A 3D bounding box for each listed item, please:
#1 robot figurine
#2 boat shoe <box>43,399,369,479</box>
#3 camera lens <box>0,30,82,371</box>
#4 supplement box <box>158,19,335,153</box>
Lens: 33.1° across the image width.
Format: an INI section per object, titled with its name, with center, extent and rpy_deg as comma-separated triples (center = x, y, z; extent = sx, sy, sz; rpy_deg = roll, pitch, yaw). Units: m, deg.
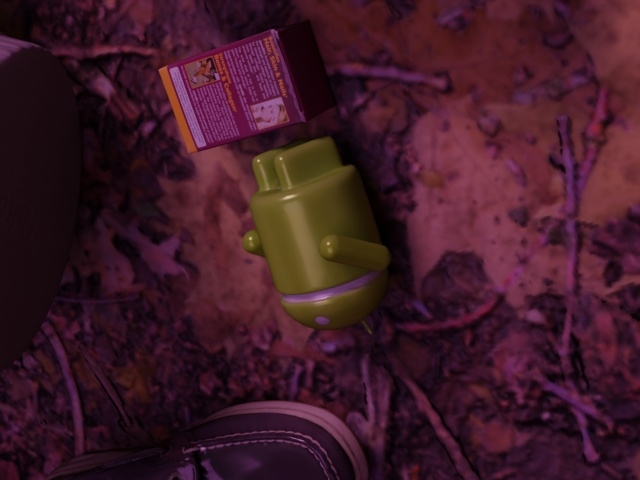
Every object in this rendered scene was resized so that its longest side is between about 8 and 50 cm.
[robot figurine]
center = 0.000, 0.000, 0.620
extent = 0.101, 0.067, 0.115
rpy_deg = 1, 112, 55
[boat shoe]
center = -0.101, 0.182, 0.723
extent = 0.285, 0.092, 0.102
rpy_deg = -16, 101, 30
[camera lens]
center = -0.309, -0.039, 0.645
extent = 0.274, 0.219, 0.219
rpy_deg = 9, 113, 7
[supplement box]
center = -0.042, -0.088, 0.621
extent = 0.083, 0.043, 0.055
rpy_deg = -11, 104, 30
